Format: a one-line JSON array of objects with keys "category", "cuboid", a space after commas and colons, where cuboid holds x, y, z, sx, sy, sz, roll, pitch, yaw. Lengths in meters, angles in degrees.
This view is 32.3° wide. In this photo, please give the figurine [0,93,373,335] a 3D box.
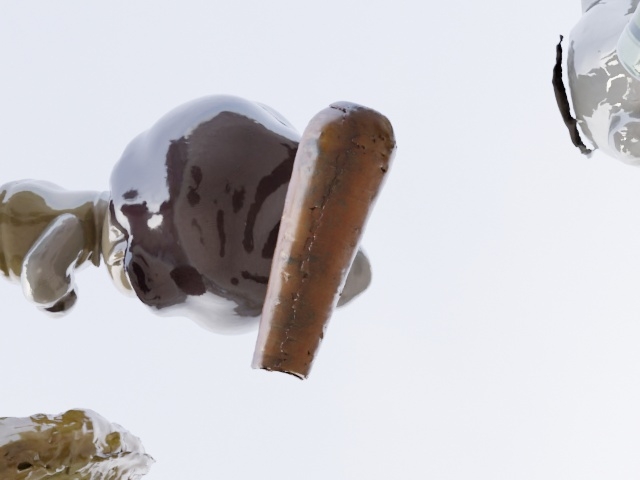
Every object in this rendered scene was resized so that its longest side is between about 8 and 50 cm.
[{"category": "figurine", "cuboid": [-0.160, 0.006, 0.968, 0.365, 0.218, 0.206, -18, -95, 15]}]

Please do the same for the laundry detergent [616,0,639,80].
[{"category": "laundry detergent", "cuboid": [0.238, -0.185, 0.579, 0.099, 0.070, 0.225, -23, -37, -51]}]

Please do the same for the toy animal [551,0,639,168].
[{"category": "toy animal", "cuboid": [0.287, -0.202, 0.937, 0.208, 0.154, 0.325, 27, -121, -59]}]

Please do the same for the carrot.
[{"category": "carrot", "cuboid": [0.000, 0.000, 0.633, 0.055, 0.055, 0.161, 19, -94, -28]}]

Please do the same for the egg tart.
[{"category": "egg tart", "cuboid": [-0.276, 0.250, 0.864, 0.341, 0.341, 0.129, -17, -112, -28]}]
